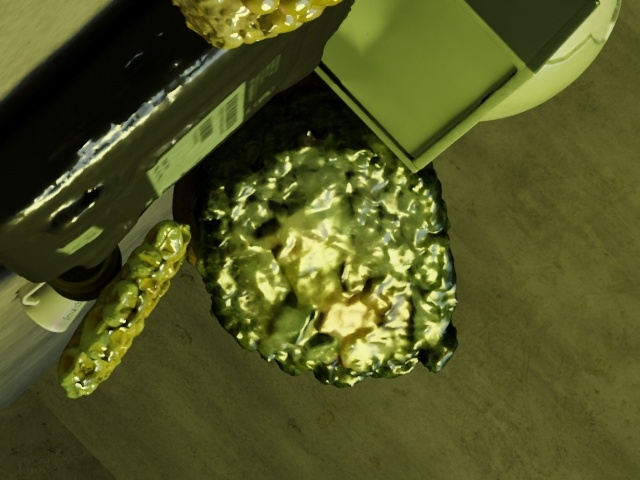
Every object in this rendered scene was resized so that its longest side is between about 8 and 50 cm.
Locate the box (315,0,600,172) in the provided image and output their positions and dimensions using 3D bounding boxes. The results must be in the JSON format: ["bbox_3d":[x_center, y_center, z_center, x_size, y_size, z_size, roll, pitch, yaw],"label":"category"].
[{"bbox_3d":[0.088,-0.211,1.115,0.117,0.225,0.225,-45,-178,-28],"label":"box"}]

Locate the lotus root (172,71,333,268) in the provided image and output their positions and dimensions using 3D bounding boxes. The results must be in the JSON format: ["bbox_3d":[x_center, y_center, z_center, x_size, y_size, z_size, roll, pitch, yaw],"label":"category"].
[{"bbox_3d":[-0.045,-0.100,1.636,0.346,0.250,0.250,-48,-179,16],"label":"lotus root"}]

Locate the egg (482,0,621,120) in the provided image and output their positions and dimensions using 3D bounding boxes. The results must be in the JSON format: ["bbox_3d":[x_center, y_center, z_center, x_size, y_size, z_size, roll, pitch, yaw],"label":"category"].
[{"bbox_3d":[0.175,-0.270,1.324,0.278,0.278,0.336,-44,178,-14],"label":"egg"}]

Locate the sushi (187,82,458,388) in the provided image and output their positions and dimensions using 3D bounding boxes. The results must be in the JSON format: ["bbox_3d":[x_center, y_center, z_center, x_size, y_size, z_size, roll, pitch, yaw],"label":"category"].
[{"bbox_3d":[0.000,0.000,1.471,0.294,0.352,0.178,-14,-149,0],"label":"sushi"}]

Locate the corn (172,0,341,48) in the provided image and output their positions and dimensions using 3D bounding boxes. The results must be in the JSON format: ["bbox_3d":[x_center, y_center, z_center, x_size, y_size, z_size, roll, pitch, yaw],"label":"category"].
[{"bbox_3d":[0.059,-0.233,0.671,0.347,0.130,0.130,-40,-179,-8],"label":"corn"}]

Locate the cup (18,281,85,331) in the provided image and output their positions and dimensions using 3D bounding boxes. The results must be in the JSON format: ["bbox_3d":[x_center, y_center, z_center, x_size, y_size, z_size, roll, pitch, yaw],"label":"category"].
[{"bbox_3d":[-0.342,0.058,1.659,0.116,0.074,0.104,-47,152,18],"label":"cup"}]

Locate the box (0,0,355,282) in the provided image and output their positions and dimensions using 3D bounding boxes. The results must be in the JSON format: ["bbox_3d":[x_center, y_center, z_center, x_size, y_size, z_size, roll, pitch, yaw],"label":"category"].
[{"bbox_3d":[-0.113,-0.106,0.955,0.350,0.091,0.359,-44,180,-7],"label":"box"}]

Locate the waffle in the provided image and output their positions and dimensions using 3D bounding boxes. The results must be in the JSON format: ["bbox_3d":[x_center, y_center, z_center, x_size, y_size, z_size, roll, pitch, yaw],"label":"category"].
[{"bbox_3d":[-0.211,0.071,1.356,0.223,0.054,0.204,-58,-178,-3],"label":"waffle"}]

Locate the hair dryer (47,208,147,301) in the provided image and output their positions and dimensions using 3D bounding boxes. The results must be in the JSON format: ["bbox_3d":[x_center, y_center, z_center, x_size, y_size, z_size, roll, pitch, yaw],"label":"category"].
[{"bbox_3d":[-0.206,-0.053,1.410,0.278,0.090,0.135,-50,-179,-10],"label":"hair dryer"}]
